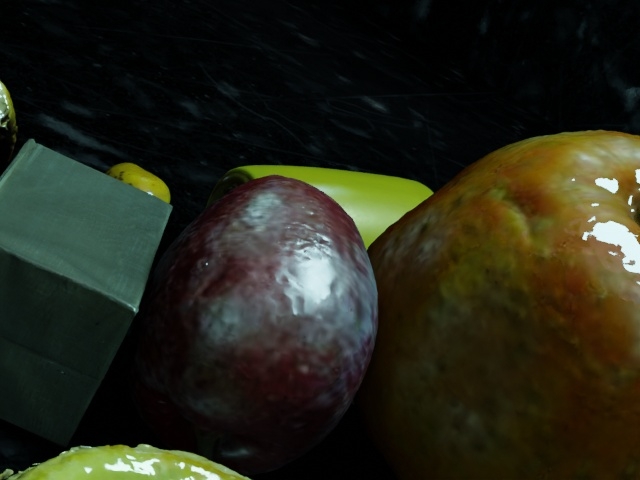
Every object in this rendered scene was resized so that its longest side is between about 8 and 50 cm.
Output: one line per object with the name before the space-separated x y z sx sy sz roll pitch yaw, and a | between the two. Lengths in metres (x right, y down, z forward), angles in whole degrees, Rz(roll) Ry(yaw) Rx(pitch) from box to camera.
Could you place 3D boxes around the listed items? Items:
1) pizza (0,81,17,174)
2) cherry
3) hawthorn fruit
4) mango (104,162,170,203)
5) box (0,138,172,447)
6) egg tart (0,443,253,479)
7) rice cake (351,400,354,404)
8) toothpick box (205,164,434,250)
pizza | -0.386 -0.031 1.049 0.074 0.287 0.251 58 -14 8
cherry | -0.054 0.068 1.046 0.203 0.230 0.300 14 59 2
hawthorn fruit | 0.229 0.082 1.129 0.403 0.403 0.403 23 21 -9
mango | -0.219 -0.059 1.450 0.079 0.057 0.114 9 23 -23
box | -0.237 0.039 1.058 0.149 0.155 0.231 26 19 -9
egg tart | -0.091 0.254 0.762 0.315 0.120 0.315 25 21 -10
rice cake | 0.041 0.151 1.287 0.206 0.036 0.047 29 12 8
toothpick box | 0.000 0.000 1.408 0.271 0.175 0.175 8 27 -35
